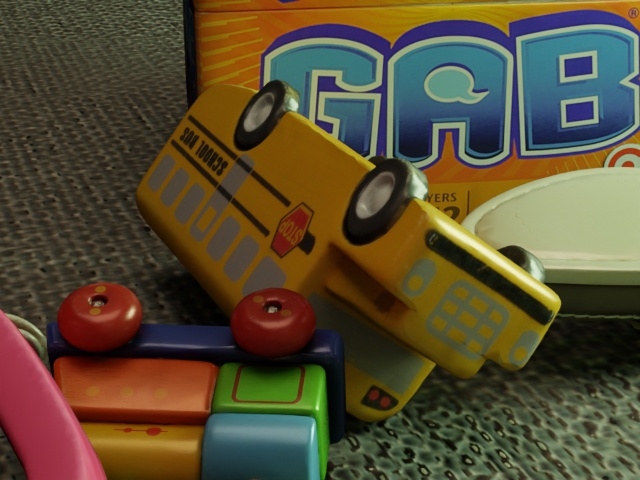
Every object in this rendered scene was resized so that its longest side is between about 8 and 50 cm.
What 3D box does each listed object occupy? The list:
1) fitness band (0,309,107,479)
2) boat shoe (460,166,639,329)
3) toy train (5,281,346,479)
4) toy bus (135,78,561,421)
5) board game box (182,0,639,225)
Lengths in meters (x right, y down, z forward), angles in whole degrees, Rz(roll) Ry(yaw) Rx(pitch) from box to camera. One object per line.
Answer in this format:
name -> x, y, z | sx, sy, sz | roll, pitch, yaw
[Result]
fitness band -> -0.202, 0.114, 0.610 | 0.209, 0.054, 0.291 | -29, 37, -14
boat shoe -> 0.240, 0.012, 0.907 | 0.324, 0.097, 0.116 | -8, 38, -15
toy train -> -0.116, 0.100, 0.704 | 0.248, 0.105, 0.143 | 2, 35, 5
toy bus -> 0.000, 0.000, 0.863 | 0.108, 0.130, 0.332 | 34, 3, -29
board game box -> 0.069, -0.227, 1.167 | 0.356, 0.356, 0.356 | -3, 22, -6
